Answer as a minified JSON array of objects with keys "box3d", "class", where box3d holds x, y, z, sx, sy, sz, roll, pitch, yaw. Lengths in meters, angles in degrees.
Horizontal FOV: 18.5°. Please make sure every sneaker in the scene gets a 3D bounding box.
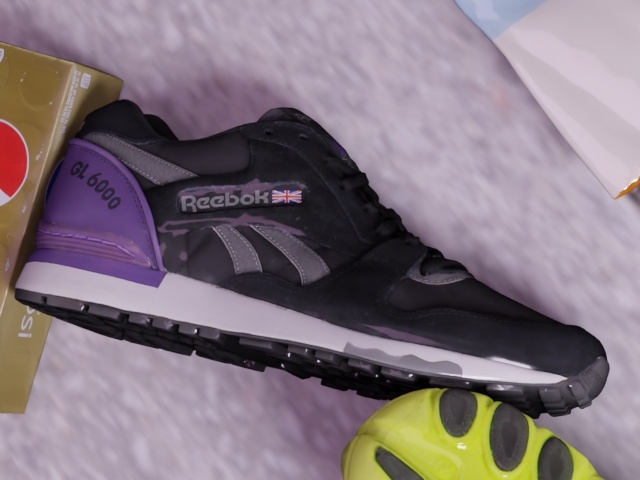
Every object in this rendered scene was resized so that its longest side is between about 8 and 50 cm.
[{"box3d":[0.000,0.000,0.906,0.283,0.107,0.124,12,79,16],"class":"sneaker"},{"box3d":[0.130,0.175,0.851,0.295,0.123,0.109,42,68,2],"class":"sneaker"}]

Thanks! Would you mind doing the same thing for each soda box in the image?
[{"box3d":[-0.161,-0.006,0.985,0.061,0.058,0.181,17,92,20],"class":"soda box"}]

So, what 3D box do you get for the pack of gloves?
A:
[{"box3d":[0.140,-0.164,0.910,0.195,0.046,0.232,-38,77,1],"class":"pack of gloves"}]
